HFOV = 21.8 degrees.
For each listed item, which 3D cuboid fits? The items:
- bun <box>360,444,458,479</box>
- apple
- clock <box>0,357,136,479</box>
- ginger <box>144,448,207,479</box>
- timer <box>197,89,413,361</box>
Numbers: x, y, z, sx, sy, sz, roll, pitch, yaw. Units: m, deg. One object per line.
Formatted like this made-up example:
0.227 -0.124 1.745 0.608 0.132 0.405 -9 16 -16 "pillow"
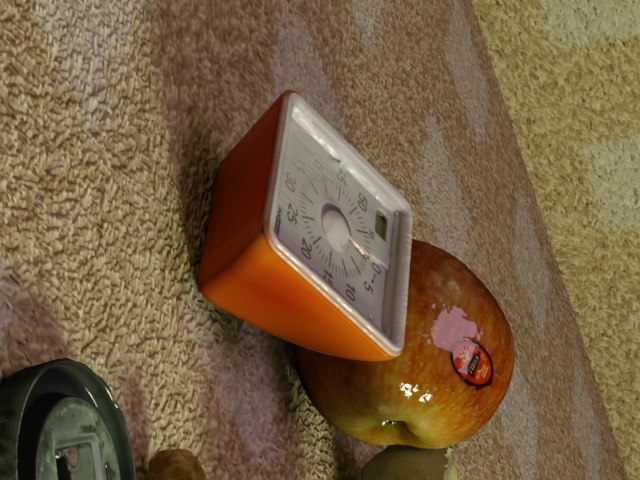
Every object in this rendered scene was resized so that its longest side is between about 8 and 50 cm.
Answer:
0.119 0.393 2.236 0.259 0.152 0.259 -5 90 -81 "bun"
0.101 0.150 2.155 0.309 0.277 0.250 40 44 -15 "apple"
-0.231 0.218 1.478 0.226 0.049 0.226 -10 90 -72 "clock"
-0.143 0.305 1.636 0.115 0.081 0.205 36 45 -17 "ginger"
0.000 0.000 1.968 0.250 0.161 0.257 30 42 -22 "timer"
